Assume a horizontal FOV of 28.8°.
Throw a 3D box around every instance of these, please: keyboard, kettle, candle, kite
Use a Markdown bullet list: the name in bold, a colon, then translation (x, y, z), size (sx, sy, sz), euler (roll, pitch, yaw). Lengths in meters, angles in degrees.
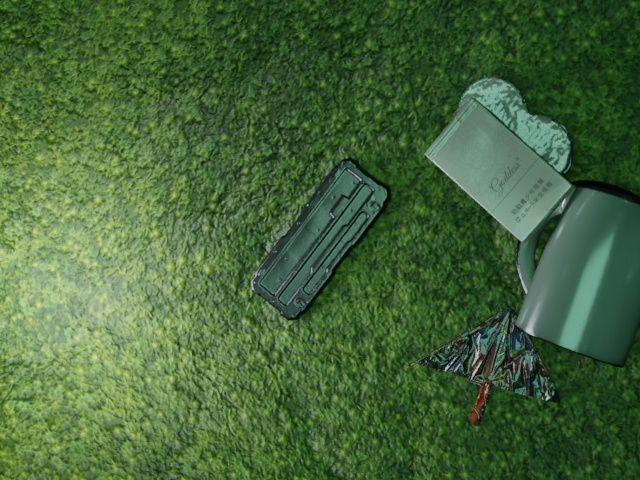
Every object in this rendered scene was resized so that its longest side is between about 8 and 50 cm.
- **keyboard**: translation (0.000, 0.000, 1.922), size (0.106, 0.016, 0.262), euler (39, 101, 12)
- **kettle**: translation (0.369, 0.032, 1.759), size (0.221, 0.161, 0.236), euler (23, 95, 45)
- **candle**: translation (0.266, -0.134, 1.819), size (0.192, 0.068, 0.168), euler (45, 101, 14)
- **kite**: translation (0.252, 0.185, 1.858), size (0.232, 0.009, 0.189), euler (17, 96, 16)

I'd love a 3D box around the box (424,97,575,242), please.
- **box**: translation (0.253, -0.101, 1.768), size (0.198, 0.029, 0.109), euler (44, 105, 19)
